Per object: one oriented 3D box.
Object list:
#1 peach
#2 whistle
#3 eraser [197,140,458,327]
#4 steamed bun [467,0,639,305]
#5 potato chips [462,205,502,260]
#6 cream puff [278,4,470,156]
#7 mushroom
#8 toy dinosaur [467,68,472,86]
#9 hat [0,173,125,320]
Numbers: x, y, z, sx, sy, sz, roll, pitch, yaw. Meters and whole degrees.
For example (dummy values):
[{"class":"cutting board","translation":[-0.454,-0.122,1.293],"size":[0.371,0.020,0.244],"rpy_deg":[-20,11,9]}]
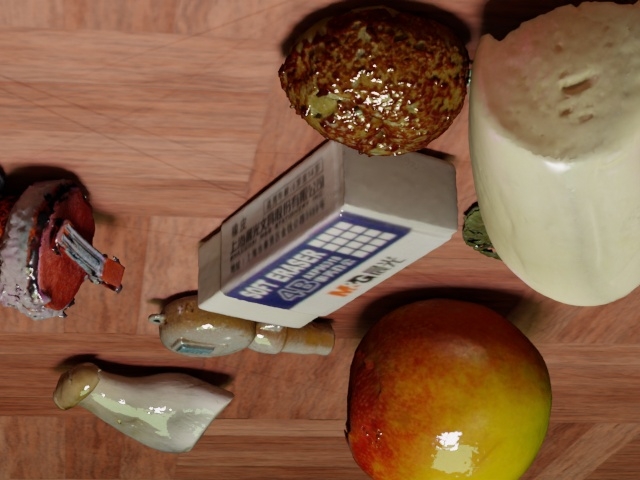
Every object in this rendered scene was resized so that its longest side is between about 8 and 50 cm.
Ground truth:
[{"class":"peach","translation":[0.135,0.177,1.643],"size":[0.231,0.231,0.231],"rpy_deg":[-2,157,-1]},{"class":"whistle","translation":[-0.087,0.102,1.657],"size":[0.220,0.057,0.107],"rpy_deg":[8,154,-27]},{"class":"eraser","translation":[0.000,0.000,1.393],"size":[0.124,0.081,0.279],"rpy_deg":[12,153,-29]},{"class":"steamed bun","translation":[0.194,-0.085,1.129],"size":[0.170,0.200,0.225],"rpy_deg":[32,154,32]},{"class":"potato chips","translation":[0.247,-0.015,1.448],"size":[0.202,0.029,0.220],"rpy_deg":[17,152,-32]},{"class":"cream puff","translation":[0.042,-0.113,1.133],"size":[0.149,0.084,0.149],"rpy_deg":[-1,155,-1]},{"class":"mushroom","translation":[-0.217,0.197,1.839],"size":[0.225,0.093,0.116],"rpy_deg":[17,136,-19]},{"class":"toy dinosaur","translation":[0.146,-0.128,1.186],"size":[0.062,0.021,0.083],"rpy_deg":[-18,157,17]},{"class":"hat","translation":[-0.306,-0.005,1.363],"size":[0.227,0.129,0.140],"rpy_deg":[11,-176,15]}]
